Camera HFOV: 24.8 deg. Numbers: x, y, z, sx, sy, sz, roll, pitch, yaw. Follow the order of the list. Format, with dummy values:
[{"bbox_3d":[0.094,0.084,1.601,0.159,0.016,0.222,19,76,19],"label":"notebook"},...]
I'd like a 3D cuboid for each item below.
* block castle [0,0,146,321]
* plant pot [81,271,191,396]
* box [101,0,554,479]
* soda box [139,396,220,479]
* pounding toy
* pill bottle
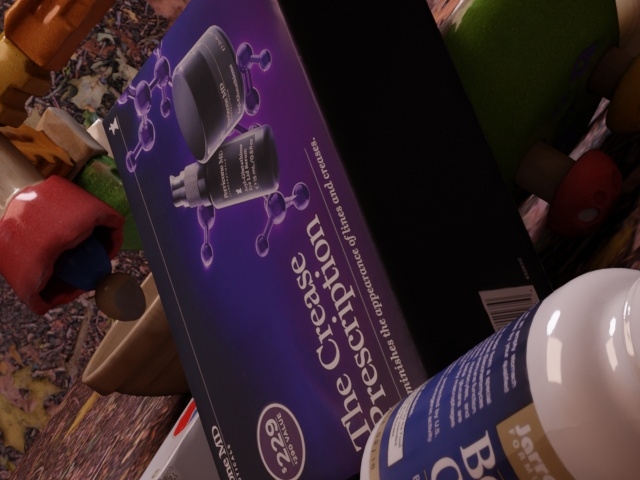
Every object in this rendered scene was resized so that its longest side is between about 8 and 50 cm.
[{"bbox_3d":[-0.060,-0.092,1.097,0.303,0.213,0.453,-49,-14,11],"label":"block castle"},{"bbox_3d":[-0.144,0.086,1.566,0.237,0.110,0.237,-51,10,13],"label":"plant pot"},{"bbox_3d":[0.000,0.000,0.741,0.103,0.261,0.184,-6,-26,-35],"label":"box"},{"bbox_3d":[-0.053,0.120,1.123,0.216,0.069,0.074,-57,9,-25],"label":"soda box"},{"bbox_3d":[0.147,-0.071,0.832,0.183,0.110,0.237,-62,-22,13],"label":"pounding toy"},{"bbox_3d":[0.094,0.067,0.516,0.169,0.094,0.094,-44,13,47],"label":"pill bottle"}]
